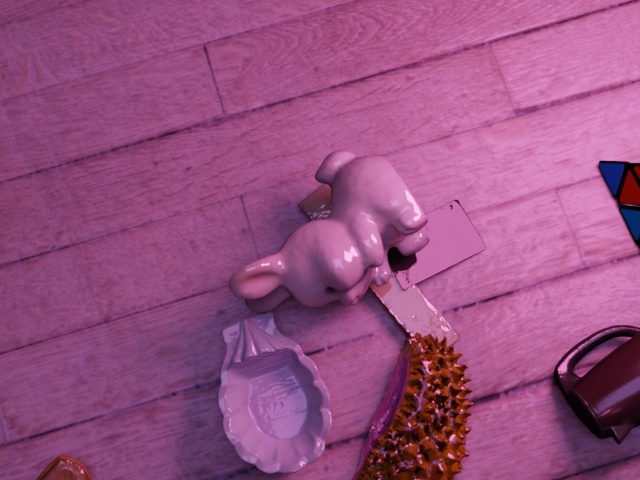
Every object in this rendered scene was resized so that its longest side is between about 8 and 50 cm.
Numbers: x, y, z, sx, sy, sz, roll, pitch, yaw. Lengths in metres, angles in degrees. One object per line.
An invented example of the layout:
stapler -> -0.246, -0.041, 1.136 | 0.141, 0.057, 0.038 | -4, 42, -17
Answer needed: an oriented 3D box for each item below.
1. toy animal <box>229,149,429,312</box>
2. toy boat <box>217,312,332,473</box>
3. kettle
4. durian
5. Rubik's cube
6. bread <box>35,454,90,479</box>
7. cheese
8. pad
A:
toy animal -> 0.009, 0.005, 1.838 | 0.367, 0.196, 0.241 | -43, 68, -5
toy boat -> -0.088, 0.281, 1.840 | 0.199, 0.100, 0.290 | -17, 76, -3
kettle -> 0.550, 0.239, 1.816 | 0.232, 0.144, 0.202 | -30, 56, -3
durian -> 0.181, 0.336, 1.802 | 0.191, 0.112, 0.341 | 22, 82, 10
Rubik's cube -> 0.642, -0.112, 1.854 | 0.250, 0.234, 0.284 | 41, 81, 12
bread -> -0.472, 0.442, 1.831 | 0.082, 0.056, 0.115 | 36, 91, -8
cheese -> 0.109, 0.055, 1.931 | 0.085, 0.034, 0.400 | -37, 78, -11
pad -> 0.212, 0.005, 1.937 | 0.193, 0.004, 0.116 | -25, 75, -16
